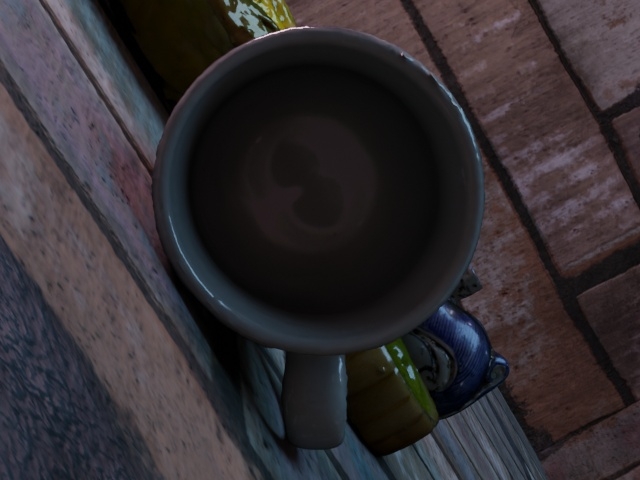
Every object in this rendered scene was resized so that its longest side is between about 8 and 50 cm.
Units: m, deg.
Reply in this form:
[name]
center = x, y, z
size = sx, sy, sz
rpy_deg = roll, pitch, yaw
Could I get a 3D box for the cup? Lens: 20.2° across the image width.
[cup]
center = 0.000, 0.000, 1.345
size = 0.257, 0.227, 0.301
rpy_deg = -79, 169, -88

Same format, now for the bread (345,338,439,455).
[bread]
center = 0.035, 0.095, 1.737
size = 0.236, 0.070, 0.236
rpy_deg = 60, 6, -11

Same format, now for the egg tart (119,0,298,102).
[egg tart]
center = -0.105, -0.209, 1.671
size = 0.345, 0.132, 0.345
rpy_deg = 60, 5, -9

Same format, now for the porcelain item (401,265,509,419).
[porcelain item]
center = 0.109, 0.056, 2.020
size = 0.288, 0.186, 0.138
rpy_deg = 62, 4, -4
